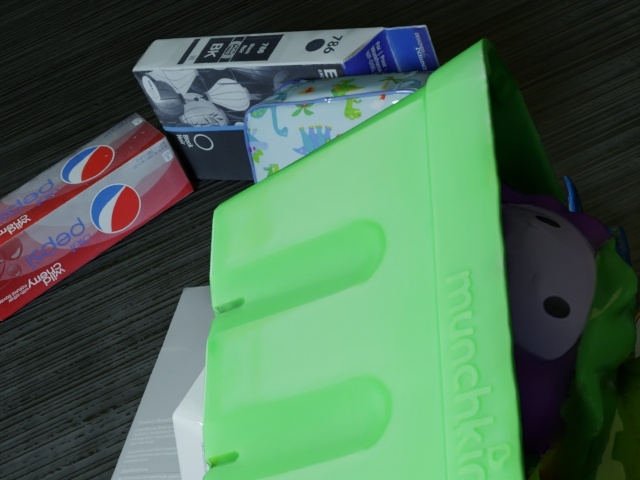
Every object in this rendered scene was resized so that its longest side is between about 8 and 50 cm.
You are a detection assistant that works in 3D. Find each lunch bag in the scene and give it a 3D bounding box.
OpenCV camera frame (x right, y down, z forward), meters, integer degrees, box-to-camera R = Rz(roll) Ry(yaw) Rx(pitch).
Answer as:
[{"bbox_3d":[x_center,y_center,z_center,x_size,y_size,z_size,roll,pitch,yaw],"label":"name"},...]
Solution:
[{"bbox_3d":[0.041,-0.069,1.176,0.219,0.176,0.090,-3,21,28],"label":"lunch bag"}]

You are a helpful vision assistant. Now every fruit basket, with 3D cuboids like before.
[{"bbox_3d":[0.147,0.111,0.571,0.392,0.283,0.392,-13,56,20],"label":"fruit basket"}]

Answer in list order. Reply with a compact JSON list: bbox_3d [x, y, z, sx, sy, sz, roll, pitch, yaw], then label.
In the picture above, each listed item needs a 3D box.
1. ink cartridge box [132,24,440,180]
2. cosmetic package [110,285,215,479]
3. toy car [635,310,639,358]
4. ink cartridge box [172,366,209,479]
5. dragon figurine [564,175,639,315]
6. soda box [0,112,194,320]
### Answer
[{"bbox_3d":[-0.025,-0.140,1.296,0.332,0.165,0.065,1,45,30],"label":"ink cartridge box"},{"bbox_3d":[-0.078,0.148,1.045,0.127,0.107,0.238,-4,40,22],"label":"cosmetic package"},{"bbox_3d":[0.276,0.057,0.854,0.238,0.219,0.210,-33,39,-19],"label":"toy car"},{"bbox_3d":[0.053,0.175,0.804,0.273,0.197,0.114,22,54,16],"label":"ink cartridge box"},{"bbox_3d":[0.205,0.007,1.026,0.144,0.085,0.289,-32,30,37],"label":"dragon figurine"},{"bbox_3d":[-0.280,-0.030,1.366,0.263,0.083,0.092,-35,39,-13],"label":"soda box"}]
